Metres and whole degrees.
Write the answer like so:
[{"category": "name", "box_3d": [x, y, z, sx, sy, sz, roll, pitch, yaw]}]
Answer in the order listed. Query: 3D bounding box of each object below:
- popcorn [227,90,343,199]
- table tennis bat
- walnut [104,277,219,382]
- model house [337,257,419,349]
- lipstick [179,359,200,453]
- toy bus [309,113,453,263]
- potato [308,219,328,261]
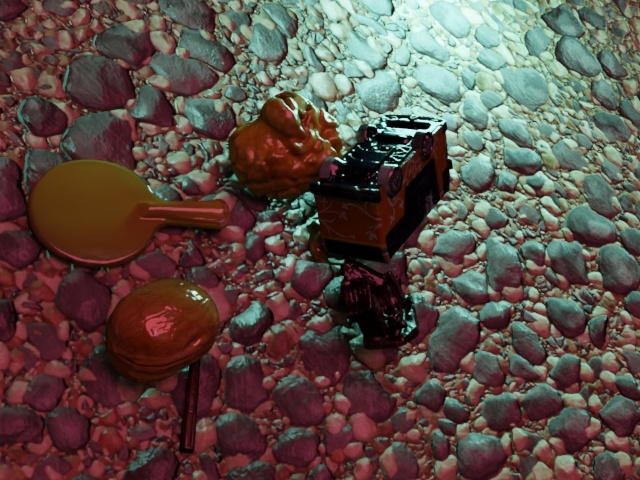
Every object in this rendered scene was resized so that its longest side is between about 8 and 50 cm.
[{"category": "popcorn", "box_3d": [-0.068, -0.188, 1.887, 0.226, 0.203, 0.200, 13, 44, 2]}, {"category": "table tennis bat", "box_3d": [-0.347, -0.051, 1.766, 0.369, 0.054, 0.224, -1, 61, -21]}, {"category": "walnut", "box_3d": [-0.265, 0.146, 1.611, 0.165, 0.165, 0.197, 48, 51, 7]}, {"category": "model house", "box_3d": [0.104, 0.108, 1.805, 0.141, 0.203, 0.164, -21, 100, -1]}, {"category": "lipstick", "box_3d": [-0.220, 0.274, 1.644, 0.027, 0.027, 0.176, 14, 56, -18]}, {"category": "toy bus", "box_3d": [0.128, -0.111, 1.902, 0.162, 0.194, 0.323, 9, 35, 29]}, {"category": "potato", "box_3d": [0.000, 0.000, 1.904, 0.047, 0.045, 0.092, -4, 56, 5]}]
